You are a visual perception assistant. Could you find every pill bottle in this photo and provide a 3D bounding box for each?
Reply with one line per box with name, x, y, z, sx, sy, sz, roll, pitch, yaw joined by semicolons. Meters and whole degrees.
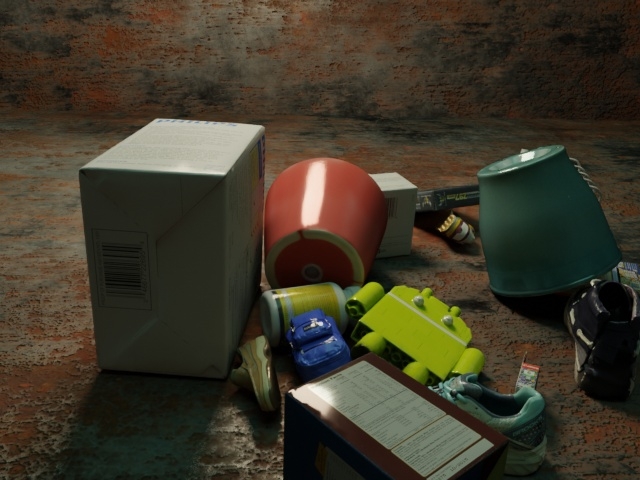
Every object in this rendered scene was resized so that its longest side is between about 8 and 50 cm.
pill bottle;-0.012;0.131;1.118;0.184;0.103;0.103;-6;24;-19

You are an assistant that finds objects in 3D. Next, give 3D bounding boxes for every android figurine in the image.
android figurine;0.164;0.161;1.057;0.248;0.056;0.273;35;34;18

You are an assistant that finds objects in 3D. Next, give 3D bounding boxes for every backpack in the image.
backpack;-0.006;0.179;1.006;0.098;0.101;0.120;-25;28;-2

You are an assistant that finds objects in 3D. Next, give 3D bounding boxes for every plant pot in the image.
plant pot;0.451;-0.052;1.284;0.271;0.255;0.271;-20;9;3
plant pot;0.000;0.000;1.266;0.275;0.275;0.243;4;33;5

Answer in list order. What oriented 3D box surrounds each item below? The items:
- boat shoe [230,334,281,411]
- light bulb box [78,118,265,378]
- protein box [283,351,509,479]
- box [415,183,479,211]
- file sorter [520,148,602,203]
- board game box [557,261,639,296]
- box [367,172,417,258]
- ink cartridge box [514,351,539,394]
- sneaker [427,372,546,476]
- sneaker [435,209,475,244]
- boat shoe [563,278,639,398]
boat shoe;-0.106;0.217;0.974;0.072;0.068;0.190;-14;15;-6
light bulb box;-0.237;-0.007;1.100;0.225;0.358;0.361;5;22;2
protein box;0.070;0.270;0.673;0.136;0.200;0.201;-16;29;-37
box;0.317;-0.113;1.690;0.183;0.059;0.232;-8;3;-27
file sorter;0.613;-0.106;1.628;0.173;0.193;0.278;9;24;9
board game box;0.604;0.083;1.362;0.193;0.045;0.147;10;25;19
box;0.121;-0.057;1.476;0.181;0.182;0.119;-7;26;-19
ink cartridge box;0.325;0.231;0.964;0.029;0.063;0.115;11;25;23
sneaker;0.175;0.237;0.861;0.283;0.122;0.110;4;23;3
sneaker;0.353;-0.027;1.589;0.084;0.069;0.185;37;14;0
boat shoe;0.519;0.126;1.106;0.127;0.158;0.340;8;24;14
